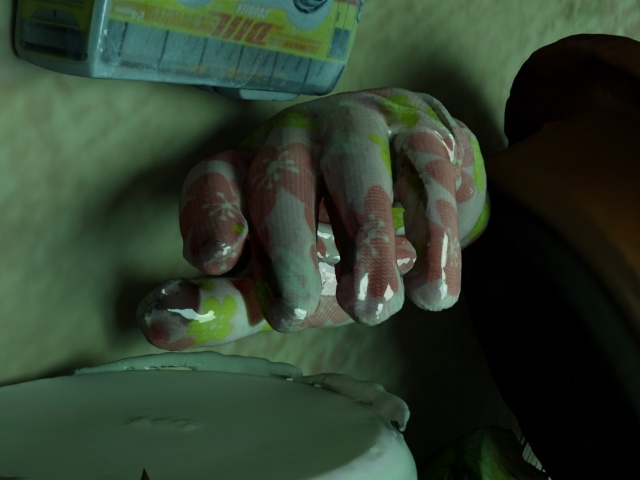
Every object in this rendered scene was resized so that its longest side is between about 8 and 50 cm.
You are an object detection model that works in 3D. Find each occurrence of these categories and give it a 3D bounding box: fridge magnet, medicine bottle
[{"bbox_3d":[0.199,0.055,0.921,0.155,0.363,0.363,-26,122,-14],"label":"fridge magnet"},{"bbox_3d":[-0.071,0.252,0.676,0.213,0.213,0.378,-10,106,-53],"label":"medicine bottle"}]

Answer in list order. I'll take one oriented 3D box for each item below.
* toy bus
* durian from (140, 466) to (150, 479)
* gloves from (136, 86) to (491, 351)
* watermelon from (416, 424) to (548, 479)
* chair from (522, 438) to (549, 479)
[{"bbox_3d":[-0.054,-0.106,0.753,0.190,0.064,0.075,-1,103,-54],"label":"toy bus"},{"bbox_3d":[-0.068,0.249,0.411,0.347,0.347,0.384,-11,119,-52],"label":"durian"},{"bbox_3d":[0.000,-0.012,0.790,0.241,0.145,0.126,13,73,-65],"label":"gloves"},{"bbox_3d":[0.092,0.219,0.951,0.204,0.127,0.232,71,17,1],"label":"watermelon"},{"bbox_3d":[0.159,0.145,1.117,0.042,0.037,0.086,46,56,-35],"label":"chair"}]
